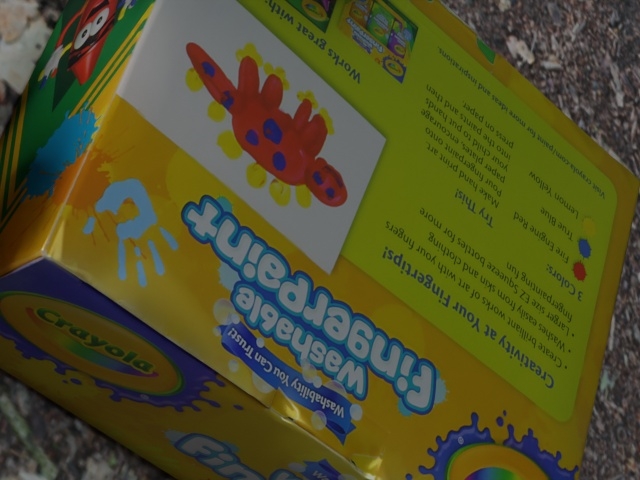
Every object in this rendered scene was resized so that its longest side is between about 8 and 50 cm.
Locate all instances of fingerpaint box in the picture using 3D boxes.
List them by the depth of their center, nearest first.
[{"bbox_3d":[0.000,0.000,1.124,0.445,0.163,0.371,37,54,-28],"label":"fingerpaint box"}]
